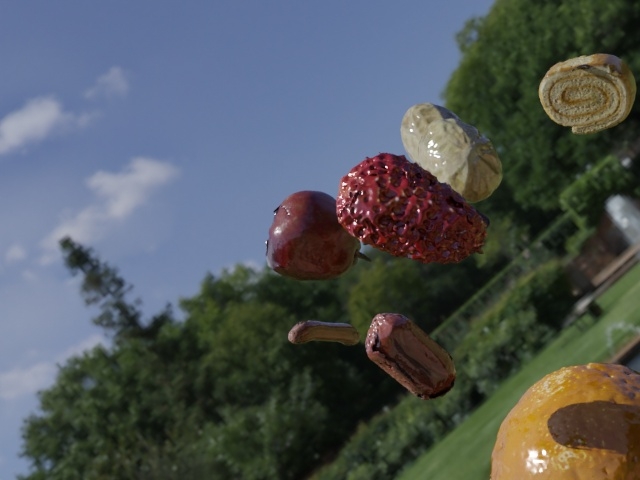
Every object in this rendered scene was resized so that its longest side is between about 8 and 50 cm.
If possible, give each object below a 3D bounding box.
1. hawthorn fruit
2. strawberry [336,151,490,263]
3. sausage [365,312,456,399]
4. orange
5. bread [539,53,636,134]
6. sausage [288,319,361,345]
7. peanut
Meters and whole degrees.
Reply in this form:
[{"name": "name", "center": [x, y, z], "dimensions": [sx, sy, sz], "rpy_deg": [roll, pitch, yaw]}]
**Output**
[{"name": "hawthorn fruit", "center": [0.000, 0.000, 1.747], "dimensions": [0.148, 0.172, 0.148], "rpy_deg": [22, -90, -80]}, {"name": "strawberry", "center": [0.105, -0.042, 1.296], "dimensions": [0.121, 0.188, 0.082], "rpy_deg": [-67, -25, -9]}, {"name": "sausage", "center": [0.118, 0.151, 1.449], "dimensions": [0.076, 0.141, 0.076], "rpy_deg": [-47, 15, 17]}, {"name": "orange", "center": [0.385, 0.347, 1.566], "dimensions": [0.293, 0.340, 0.340], "rpy_deg": [-13, 0, 19]}, {"name": "bread", "center": [0.434, -0.235, 1.803], "dimensions": [0.149, 0.122, 0.073], "rpy_deg": [-10, 19, 26]}, {"name": "sausage", "center": [0.009, 0.168, 2.006], "dimensions": [0.043, 0.043, 0.186], "rpy_deg": [-46, -31, 25]}, {"name": "peanut", "center": [0.213, -0.157, 1.886], "dimensions": [0.120, 0.136, 0.298], "rpy_deg": [-27, 25, -2]}]
